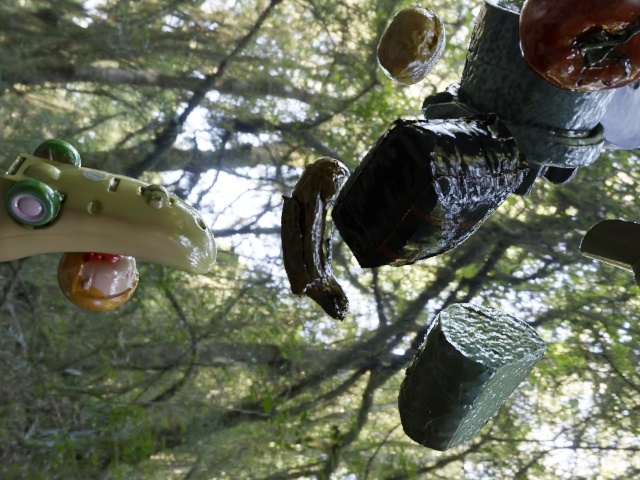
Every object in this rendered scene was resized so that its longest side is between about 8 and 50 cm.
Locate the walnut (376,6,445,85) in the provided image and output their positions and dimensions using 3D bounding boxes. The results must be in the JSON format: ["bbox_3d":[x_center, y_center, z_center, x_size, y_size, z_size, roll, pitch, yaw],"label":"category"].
[{"bbox_3d":[0.203,-0.431,1.391,0.144,0.144,0.180,18,-98,56],"label":"walnut"}]

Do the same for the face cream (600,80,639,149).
[{"bbox_3d":[0.524,-0.304,1.225,0.225,0.249,0.248,21,-84,64],"label":"face cream"}]

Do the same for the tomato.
[{"bbox_3d":[0.332,-0.274,0.750,0.187,0.187,0.151,-26,-135,49],"label":"tomato"}]

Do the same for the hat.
[{"bbox_3d":[0.486,0.060,0.948,0.173,0.166,0.144,-3,-122,27],"label":"hat"}]

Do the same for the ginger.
[{"bbox_3d":[-0.013,-0.003,1.190,0.107,0.133,0.309,-151,-119,-65],"label":"ginger"}]

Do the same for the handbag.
[{"bbox_3d":[0.132,-0.060,0.776,0.155,0.169,0.215,63,-34,19],"label":"handbag"}]

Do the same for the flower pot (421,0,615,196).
[{"bbox_3d":[0.322,-0.235,1.031,0.299,0.299,0.282,-126,-142,-49],"label":"flower pot"}]

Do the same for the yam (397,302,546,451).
[{"bbox_3d":[0.271,0.268,1.228,0.201,0.203,0.271,43,-51,43],"label":"yam"}]

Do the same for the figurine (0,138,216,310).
[{"bbox_3d":[-0.304,0.003,0.839,0.124,0.325,0.222,-95,-159,-55],"label":"figurine"}]
